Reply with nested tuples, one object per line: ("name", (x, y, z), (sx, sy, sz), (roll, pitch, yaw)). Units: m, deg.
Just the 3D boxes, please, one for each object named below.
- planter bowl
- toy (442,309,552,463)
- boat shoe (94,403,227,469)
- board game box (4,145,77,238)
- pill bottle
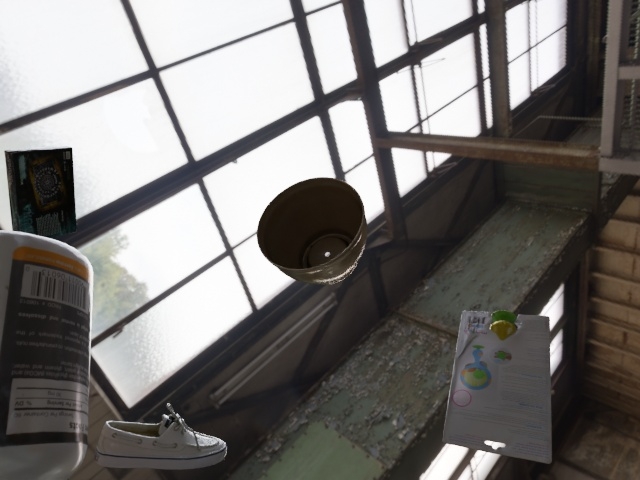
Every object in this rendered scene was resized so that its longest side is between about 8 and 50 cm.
("planter bowl", (0.000, 0.000, 0.704), (0.162, 0.162, 0.109), (29, -18, 34))
("toy", (0.274, 0.215, 0.710), (0.137, 0.237, 0.056), (0, -44, 25))
("boat shoe", (-0.445, 0.562, 1.362), (0.136, 0.367, 0.156), (179, -79, -69))
("board game box", (-0.561, -0.094, 0.946), (0.026, 0.126, 0.186), (16, -69, 24))
("pill bottle", (-0.300, 0.144, 0.428), (0.162, 0.162, 0.278), (124, -39, -57))
